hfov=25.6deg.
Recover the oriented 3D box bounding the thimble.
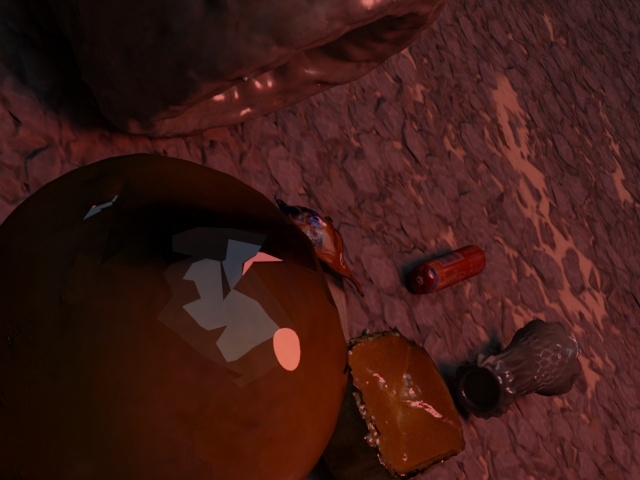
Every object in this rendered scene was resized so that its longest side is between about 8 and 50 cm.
[{"bbox_3d":[-0.062,-0.203,1.083,0.291,0.291,0.195,-18,81,-59],"label":"thimble"}]

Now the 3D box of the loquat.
[{"bbox_3d":[-0.102,0.065,0.834,0.235,0.235,0.235,36,38,-35],"label":"loquat"}]

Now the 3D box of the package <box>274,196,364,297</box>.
[{"bbox_3d":[0.001,-0.001,1.226,0.111,0.033,0.077,34,10,-43],"label":"package"}]

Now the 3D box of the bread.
[{"bbox_3d":[0.047,0.134,1.132,0.140,0.069,0.128,-15,78,-55],"label":"bread"}]

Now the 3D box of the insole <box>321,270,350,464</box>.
[{"bbox_3d":[0.011,0.107,1.178,0.063,0.010,0.192,31,42,-40],"label":"insole"}]

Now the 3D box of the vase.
[{"bbox_3d":[0.187,0.127,1.362,0.149,0.081,0.081,-13,76,-56],"label":"vase"}]

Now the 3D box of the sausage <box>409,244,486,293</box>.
[{"bbox_3d":[0.122,0.030,1.384,0.129,0.034,0.034,-17,80,-59],"label":"sausage"}]
